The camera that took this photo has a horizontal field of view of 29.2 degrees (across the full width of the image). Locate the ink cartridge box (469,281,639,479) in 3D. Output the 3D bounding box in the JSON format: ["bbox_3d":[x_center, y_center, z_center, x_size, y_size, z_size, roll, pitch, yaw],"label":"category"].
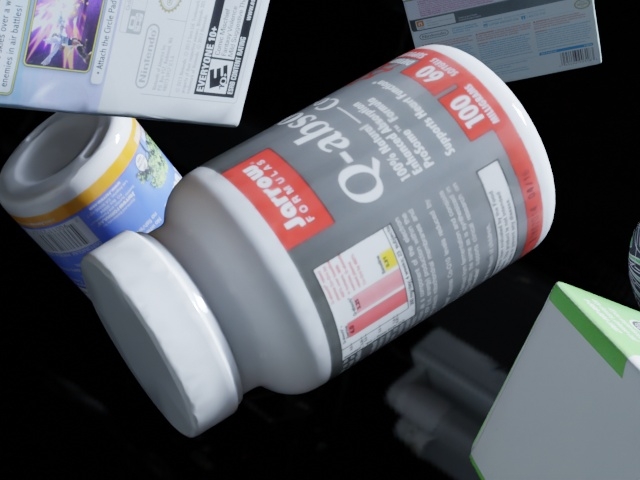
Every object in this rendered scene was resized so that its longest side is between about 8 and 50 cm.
[{"bbox_3d":[0.235,0.142,0.584,0.198,0.273,0.114,-117,-131,-70],"label":"ink cartridge box"}]

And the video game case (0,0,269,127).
[{"bbox_3d":[-0.117,-0.198,0.603,0.061,0.244,0.269,28,-71,40],"label":"video game case"}]

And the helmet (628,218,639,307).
[{"bbox_3d":[0.354,0.022,1.086,0.169,0.162,0.169,168,-90,-72],"label":"helmet"}]

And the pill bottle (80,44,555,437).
[{"bbox_3d":[0.000,0.000,1.036,0.210,0.363,0.210,48,-22,28],"label":"pill bottle"}]

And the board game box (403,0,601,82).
[{"bbox_3d":[0.201,-0.334,1.461,0.224,0.303,0.097,-10,-137,10],"label":"board game box"}]

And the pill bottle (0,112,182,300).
[{"bbox_3d":[-0.183,0.001,1.234,0.152,0.272,0.152,-23,-142,19],"label":"pill bottle"}]
